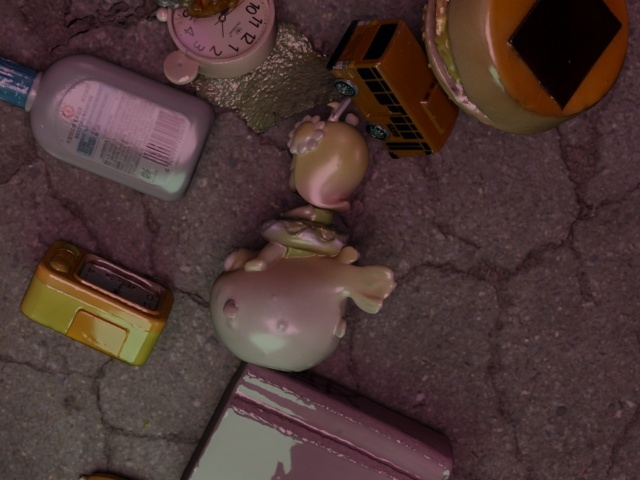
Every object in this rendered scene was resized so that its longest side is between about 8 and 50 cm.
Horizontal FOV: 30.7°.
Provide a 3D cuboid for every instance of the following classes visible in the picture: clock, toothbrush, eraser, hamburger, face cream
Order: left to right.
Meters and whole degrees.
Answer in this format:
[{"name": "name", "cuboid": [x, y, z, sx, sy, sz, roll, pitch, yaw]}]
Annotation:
[{"name": "face cream", "cuboid": [-0.330, -0.181, 1.683, 0.336, 0.080, 0.163, 21, 103, -7]}, {"name": "clock", "cuboid": [-0.326, 0.090, 1.718, 0.202, 0.143, 0.096, 26, 104, -9]}, {"name": "clock", "cuboid": [-0.138, -0.306, 1.641, 0.155, 0.063, 0.229, 34, 77, 13]}, {"name": "eraser", "cuboid": [-0.010, 0.360, 1.807, 0.359, 0.122, 0.272, 27, 101, -7]}, {"name": "toothbrush", "cuboid": [0.059, -0.232, 1.673, 0.017, 0.014, 0.162, 47, 62, -20]}, {"name": "hamburger", "cuboid": [0.278, -0.292, 1.602, 0.300, 0.176, 0.300, 0, 90, -30]}]

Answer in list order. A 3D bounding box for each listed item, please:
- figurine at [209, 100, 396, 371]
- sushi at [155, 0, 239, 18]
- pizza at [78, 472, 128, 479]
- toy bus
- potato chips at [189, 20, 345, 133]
[{"name": "figurine", "cuboid": [0.000, 0.000, 1.679, 0.274, 0.226, 0.394, 14, 87, 31]}, {"name": "sushi", "cuboid": [-0.193, -0.439, 1.575, 0.184, 0.139, 0.274, -9, 77, -2]}, {"name": "pizza", "cuboid": [-0.339, 0.467, 1.848, 0.154, 0.069, 0.194, 24, 100, -8]}, {"name": "toy bus", "cuboid": [0.109, -0.210, 1.631, 0.201, 0.114, 0.098, 50, 57, -39]}, {"name": "potato chips", "cuboid": [-0.066, -0.235, 1.684, 0.228, 0.059, 0.167, 27, 89, 8]}]
